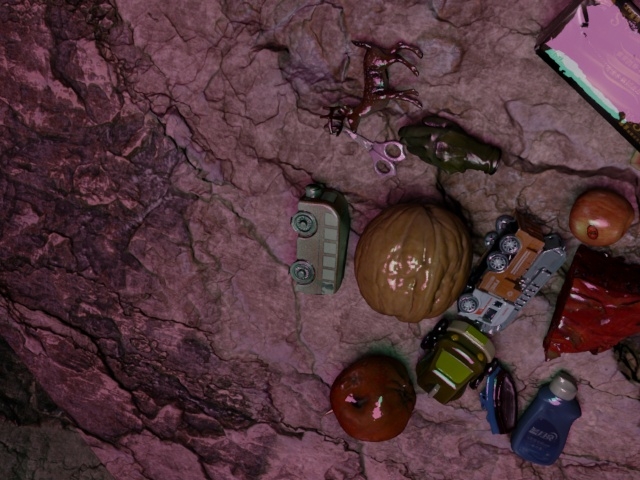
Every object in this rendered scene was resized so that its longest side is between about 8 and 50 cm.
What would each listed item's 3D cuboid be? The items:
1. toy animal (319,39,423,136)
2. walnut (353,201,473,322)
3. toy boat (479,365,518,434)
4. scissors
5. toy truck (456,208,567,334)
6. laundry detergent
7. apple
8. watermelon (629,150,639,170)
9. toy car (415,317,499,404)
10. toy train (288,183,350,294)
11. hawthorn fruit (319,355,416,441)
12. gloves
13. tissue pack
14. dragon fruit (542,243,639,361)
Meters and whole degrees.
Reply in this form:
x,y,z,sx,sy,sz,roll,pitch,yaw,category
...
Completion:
x,y,z,sx,sy,sz,roll,pitch,yaw,category
0.131,-0.384,1.832,0.260,0.087,0.244,5,101,19,toy animal
0.240,0.061,1.868,0.332,0.333,0.333,8,116,16,walnut
0.510,0.453,2.069,0.097,0.100,0.223,14,118,54,toy boat
0.126,-0.255,1.913,0.212,0.021,0.110,33,118,2,scissors
0.487,0.104,1.889,0.184,0.133,0.338,26,118,-4,toy truck
0.651,0.503,2.031,0.143,0.094,0.290,20,119,7,laundry detergent
0.682,-0.055,1.735,0.131,0.146,0.146,21,121,35,apple
0.808,-0.181,1.664,0.135,0.094,0.125,42,112,-8,watermelon
0.351,0.358,1.981,0.204,0.198,0.248,38,143,10,toy car
0.000,0.000,2.015,0.159,0.129,0.326,7,115,10,toy train
0.155,0.462,2.111,0.258,0.258,0.262,55,150,-10,hawthorn fruit
0.322,-0.236,1.810,0.268,0.107,0.135,16,87,15,gloves
0.668,-0.376,1.563,0.370,0.198,0.210,42,116,-3,tissue pack
0.709,0.224,1.809,0.286,0.228,0.329,24,117,6,dragon fruit
